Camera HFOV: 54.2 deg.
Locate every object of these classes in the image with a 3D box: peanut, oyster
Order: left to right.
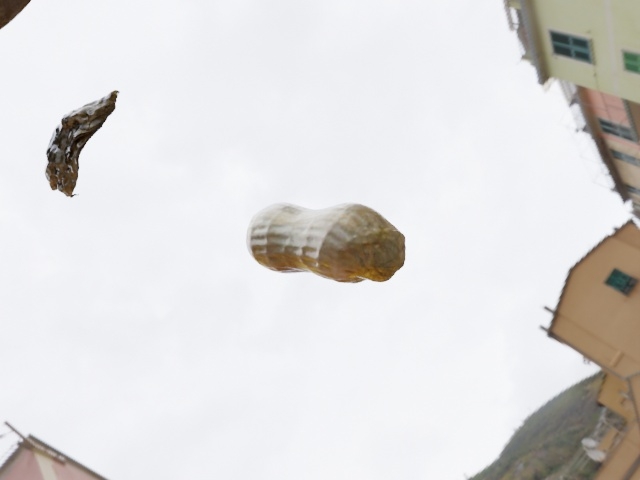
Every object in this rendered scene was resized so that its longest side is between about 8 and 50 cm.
[{"bbox_3d":[-0.187,-0.079,0.482,0.034,0.051,0.093,27,-89,-41],"label":"oyster"},{"bbox_3d":[0.000,0.000,0.680,0.087,0.207,0.087,-9,-78,-49],"label":"peanut"}]

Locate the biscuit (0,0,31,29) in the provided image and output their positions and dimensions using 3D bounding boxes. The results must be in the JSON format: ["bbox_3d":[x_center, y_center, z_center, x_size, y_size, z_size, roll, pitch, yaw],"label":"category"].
[{"bbox_3d":[-0.172,-0.167,0.313,0.175,0.124,0.026,-51,-16,-1],"label":"biscuit"}]
